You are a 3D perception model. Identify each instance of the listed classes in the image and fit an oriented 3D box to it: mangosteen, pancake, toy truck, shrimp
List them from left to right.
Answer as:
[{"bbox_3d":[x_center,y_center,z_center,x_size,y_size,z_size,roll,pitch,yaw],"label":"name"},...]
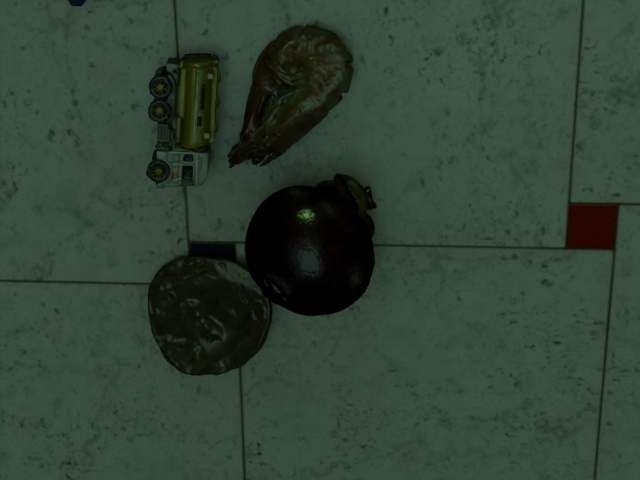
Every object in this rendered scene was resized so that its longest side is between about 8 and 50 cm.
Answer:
[{"bbox_3d":[-0.226,-0.199,1.897,0.114,0.098,0.226,4,110,-3],"label":"toy truck"},{"bbox_3d":[-0.203,0.129,2.050,0.242,0.050,0.241,2,103,9],"label":"pancake"},{"bbox_3d":[-0.067,-0.231,1.895,0.154,0.062,0.294,42,107,2],"label":"shrimp"},{"bbox_3d":[0.000,0.000,1.910,0.228,0.228,0.265,49,66,-13],"label":"mangosteen"}]

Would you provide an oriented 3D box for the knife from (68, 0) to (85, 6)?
[{"bbox_3d":[-0.454,-0.507,1.817,0.044,0.026,0.296,-22,116,12],"label":"knife"}]
